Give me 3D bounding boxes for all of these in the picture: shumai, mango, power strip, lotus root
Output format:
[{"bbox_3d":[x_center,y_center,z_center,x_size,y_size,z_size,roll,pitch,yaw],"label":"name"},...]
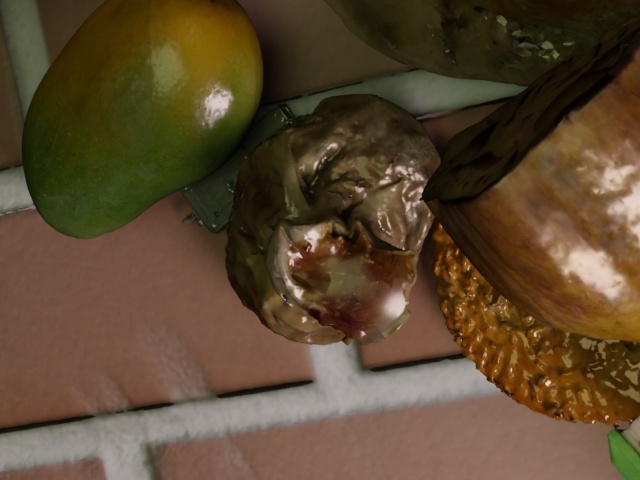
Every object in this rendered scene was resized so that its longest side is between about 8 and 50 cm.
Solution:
[{"bbox_3d":[0.000,0.000,1.193,0.161,0.153,0.209,40,116,-8],"label":"shumai"},{"bbox_3d":[-0.147,-0.102,1.268,0.156,0.114,0.251,50,125,-3],"label":"mango"},{"bbox_3d":[-0.062,-0.053,1.285,0.136,0.019,0.051,-40,85,22],"label":"power strip"},{"bbox_3d":[0.194,-0.031,1.056,0.199,0.188,0.180,-45,97,0],"label":"lotus root"}]

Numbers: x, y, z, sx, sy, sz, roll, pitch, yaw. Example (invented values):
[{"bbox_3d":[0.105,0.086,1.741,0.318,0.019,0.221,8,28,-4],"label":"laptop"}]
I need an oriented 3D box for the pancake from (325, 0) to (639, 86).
[{"bbox_3d":[0.106,-0.250,1.062,0.387,0.082,0.387,15,138,14],"label":"pancake"}]

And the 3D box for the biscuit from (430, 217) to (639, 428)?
[{"bbox_3d":[0.193,0.012,1.163,0.254,0.035,0.253,1,92,30],"label":"biscuit"}]

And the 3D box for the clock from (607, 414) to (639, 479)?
[{"bbox_3d":[0.342,0.132,1.028,0.255,0.106,0.220,-47,64,15],"label":"clock"}]
